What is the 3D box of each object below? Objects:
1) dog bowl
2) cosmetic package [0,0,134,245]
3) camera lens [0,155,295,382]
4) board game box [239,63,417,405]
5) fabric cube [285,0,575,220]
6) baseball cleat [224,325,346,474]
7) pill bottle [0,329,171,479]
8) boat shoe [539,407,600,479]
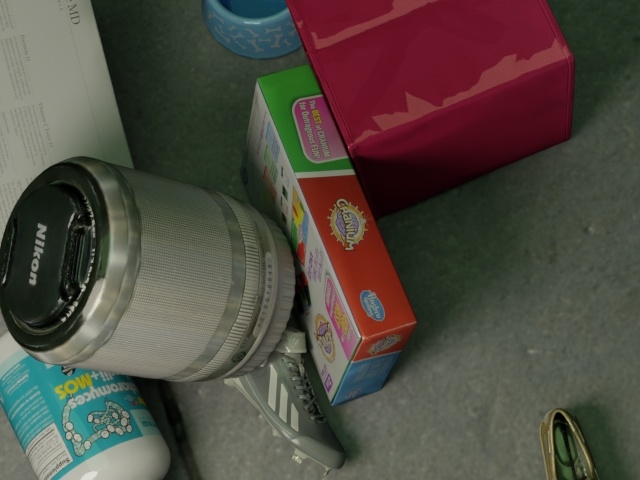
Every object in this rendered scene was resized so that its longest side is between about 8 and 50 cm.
[{"bbox_3d":[-0.018,-0.352,1.862,0.297,0.074,0.166,-33,72,-2],"label":"dog bowl"},{"bbox_3d":[-0.381,-0.149,1.730,0.284,0.097,0.377,-14,97,-9],"label":"cosmetic package"},{"bbox_3d":[-0.192,0.037,1.612,0.219,0.274,0.219,-14,70,44],"label":"camera lens"},{"bbox_3d":[0.000,0.000,1.660,0.064,0.242,0.316,-17,71,-14],"label":"board game box"},{"bbox_3d":[0.121,-0.215,1.707,0.258,0.254,0.259,-22,72,2],"label":"fabric cube"},{"bbox_3d":[-0.033,0.166,1.695,0.206,0.072,0.109,41,101,17],"label":"baseball cleat"},{"bbox_3d":[-0.263,0.215,1.682,0.146,0.146,0.264,-30,72,-2],"label":"pill bottle"},{"bbox_3d":[0.280,0.275,1.625,0.068,0.072,0.190,-20,72,1],"label":"boat shoe"}]
